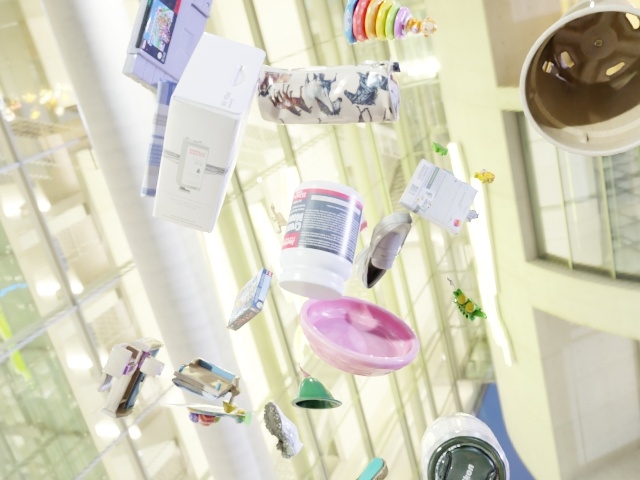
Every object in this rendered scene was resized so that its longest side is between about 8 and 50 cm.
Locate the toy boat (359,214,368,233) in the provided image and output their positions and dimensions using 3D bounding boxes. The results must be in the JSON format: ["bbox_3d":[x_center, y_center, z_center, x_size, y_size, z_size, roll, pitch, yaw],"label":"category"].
[{"bbox_3d":[0.066,0.003,2.202,0.150,0.151,0.231,0,-151,35],"label":"toy boat"}]

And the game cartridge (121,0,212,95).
[{"bbox_3d":[-0.426,-0.587,1.945,0.068,0.355,0.230,8,169,27],"label":"game cartridge"}]

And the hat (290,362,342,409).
[{"bbox_3d":[-0.023,0.483,2.396,0.208,0.173,0.184,-10,-119,23],"label":"hat"}]

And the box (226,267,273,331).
[{"bbox_3d":[-0.256,0.217,2.472,0.233,0.044,0.159,-41,-151,50],"label":"box"}]

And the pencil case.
[{"bbox_3d":[0.013,-0.410,1.882,0.410,0.184,0.160,2,-146,12],"label":"pencil case"}]

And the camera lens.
[{"bbox_3d":[0.381,0.594,1.855,0.219,0.220,0.274,-13,178,5],"label":"camera lens"}]

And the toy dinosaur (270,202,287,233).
[{"bbox_3d":[-0.145,-0.067,2.660,0.053,0.093,0.183,-34,-121,-30],"label":"toy dinosaur"}]

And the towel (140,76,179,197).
[{"bbox_3d":[-0.346,-0.236,1.672,0.034,0.285,0.209,14,-172,27],"label":"towel"}]

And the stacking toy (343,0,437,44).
[{"bbox_3d":[0.242,-0.725,2.281,0.301,0.175,0.166,18,-142,21],"label":"stacking toy"}]

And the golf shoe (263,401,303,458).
[{"bbox_3d":[-0.112,0.562,2.066,0.069,0.176,0.086,-28,171,32],"label":"golf shoe"}]

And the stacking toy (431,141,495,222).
[{"bbox_3d":[0.404,-0.175,2.051,0.052,0.167,0.221,-28,-126,-35],"label":"stacking toy"}]

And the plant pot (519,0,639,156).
[{"bbox_3d":[0.636,-0.411,1.572,0.333,0.334,0.305,-6,-149,24],"label":"plant pot"}]

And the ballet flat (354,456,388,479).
[{"bbox_3d":[0.118,0.702,1.934,0.206,0.067,0.073,-41,-144,-8],"label":"ballet flat"}]

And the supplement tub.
[{"bbox_3d":[0.000,0.000,1.763,0.191,0.272,0.191,10,161,4],"label":"supplement tub"}]

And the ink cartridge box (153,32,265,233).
[{"bbox_3d":[-0.198,-0.187,1.210,0.117,0.283,0.207,17,-134,-6],"label":"ink cartridge box"}]

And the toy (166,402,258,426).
[{"bbox_3d":[-0.303,0.491,1.920,0.237,0.056,0.137,-1,167,22],"label":"toy"}]

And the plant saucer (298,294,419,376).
[{"bbox_3d":[0.095,0.258,1.834,0.332,0.084,0.332,15,-159,-6],"label":"plant saucer"}]

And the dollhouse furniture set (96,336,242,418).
[{"bbox_3d":[-0.379,0.403,1.743,0.303,0.198,0.286,23,179,6],"label":"dollhouse furniture set"}]

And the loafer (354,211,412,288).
[{"bbox_3d":[0.192,0.032,2.039,0.112,0.319,0.112,-1,-123,-20],"label":"loafer"}]

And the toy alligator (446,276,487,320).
[{"bbox_3d":[0.421,0.184,2.043,0.051,0.056,0.190,-52,-133,12],"label":"toy alligator"}]

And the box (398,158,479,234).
[{"bbox_3d":[0.334,-0.123,1.942,0.145,0.186,0.038,-63,-178,-11],"label":"box"}]
